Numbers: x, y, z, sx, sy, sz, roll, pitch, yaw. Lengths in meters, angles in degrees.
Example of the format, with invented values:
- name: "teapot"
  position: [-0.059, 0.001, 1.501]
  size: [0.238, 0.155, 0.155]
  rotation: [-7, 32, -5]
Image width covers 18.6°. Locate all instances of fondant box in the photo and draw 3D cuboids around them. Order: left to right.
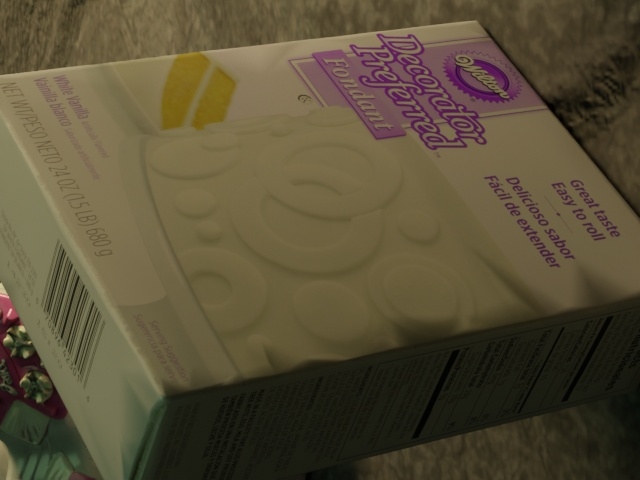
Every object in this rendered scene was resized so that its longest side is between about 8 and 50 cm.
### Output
- name: "fondant box"
  position: [0.000, 0.000, 1.065]
  size: [0.238, 0.330, 0.096]
  rotation: [56, 141, 34]

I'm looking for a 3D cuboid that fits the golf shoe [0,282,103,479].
- name: "golf shoe"
  position: [-0.196, 0.160, 1.555]
  size: [0.115, 0.140, 0.306]
  rotation: [-1, 114, 21]

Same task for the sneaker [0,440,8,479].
- name: "sneaker"
  position: [-0.316, 0.280, 1.697]
  size: [0.111, 0.129, 0.297]
  rotation: [45, 135, 47]

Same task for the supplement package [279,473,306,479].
- name: "supplement package"
  position: [-0.075, 0.139, 1.456]
  size: [0.105, 0.105, 0.179]
  rotation: [43, 133, 48]
